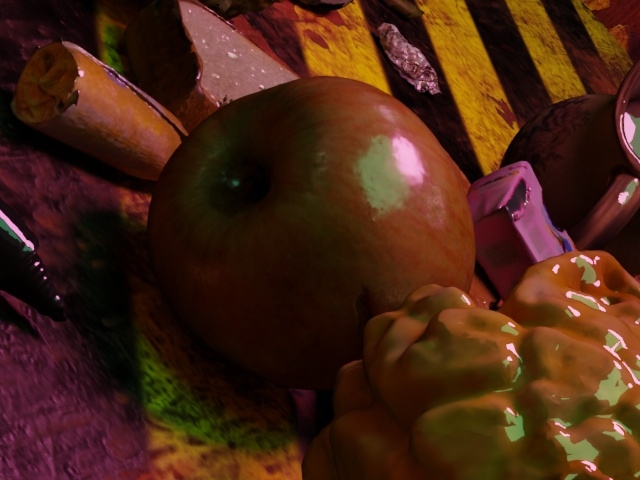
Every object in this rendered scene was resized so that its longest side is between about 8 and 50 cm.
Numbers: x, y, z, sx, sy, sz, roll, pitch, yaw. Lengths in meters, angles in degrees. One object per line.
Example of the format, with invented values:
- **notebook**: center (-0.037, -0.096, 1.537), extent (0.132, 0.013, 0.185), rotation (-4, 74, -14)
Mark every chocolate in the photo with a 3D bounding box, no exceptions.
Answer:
- **chocolate**: center (-0.167, -0.096, 1.611), extent (0.219, 0.085, 0.086), rotation (30, 26, -48)

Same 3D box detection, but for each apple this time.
- **apple**: center (0.000, 0.000, 1.523), extent (0.264, 0.264, 0.264), rotation (40, 21, -20)

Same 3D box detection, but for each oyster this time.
- **oyster**: center (0.128, -0.245, 2.526), extent (0.100, 0.037, 0.098), rotation (26, 30, -46)

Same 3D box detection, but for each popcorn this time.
- **popcorn**: center (0.175, 0.178, 1.371), extent (0.349, 0.381, 0.349), rotation (46, -26, 31)

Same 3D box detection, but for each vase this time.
- **vase**: center (0.351, -0.059, 2.273), extent (0.241, 0.302, 0.329), rotation (42, 51, -6)

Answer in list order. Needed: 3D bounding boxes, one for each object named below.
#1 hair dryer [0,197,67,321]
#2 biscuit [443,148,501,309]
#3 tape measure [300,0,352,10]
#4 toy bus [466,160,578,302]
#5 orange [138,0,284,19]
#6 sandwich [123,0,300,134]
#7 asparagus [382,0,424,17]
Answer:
- **hair dryer**: center (-0.297, -0.074, 1.302), extent (0.352, 0.107, 0.189), rotation (49, 17, -20)
- **biscuit**: center (0.107, -0.025, 2.058), extent (0.269, 0.051, 0.376), rotation (50, 21, -7)
- **tape measure**: center (-0.025, -0.427, 2.394), extent (0.275, 0.147, 0.256), rotation (14, 40, -55)
- **toy bus**: center (0.255, 0.052, 2.081), extent (0.274, 0.090, 0.112), rotation (58, 30, -12)
- **orange**: center (-0.098, -0.344, 1.892), extent (0.301, 0.300, 0.223), rotation (9, 52, -42)
- **sandwich**: center (-0.076, -0.121, 1.816), extent (0.251, 0.087, 0.226), rotation (36, 22, -35)
- **asparagus**: center (0.065, -0.376, 2.653), extent (0.236, 0.027, 0.034), rotation (33, 20, -34)
